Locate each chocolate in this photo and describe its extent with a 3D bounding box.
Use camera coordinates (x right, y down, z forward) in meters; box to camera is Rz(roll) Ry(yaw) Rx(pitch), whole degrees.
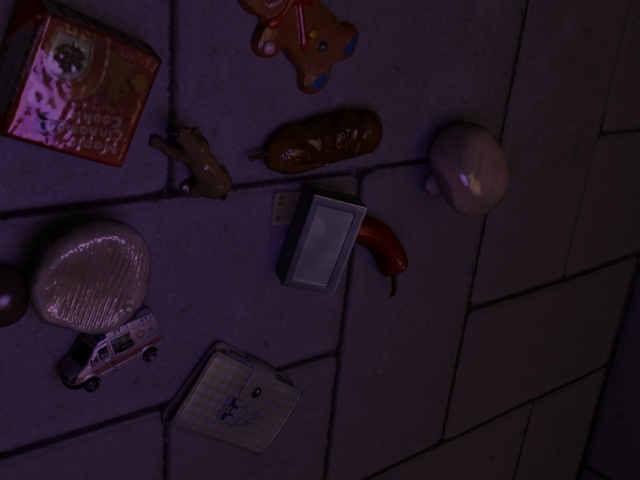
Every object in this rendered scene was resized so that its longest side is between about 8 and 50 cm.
[{"bbox_3d":[-0.403,-0.249,1.210,0.238,0.108,0.234,16,102,-45],"label":"chocolate"}]

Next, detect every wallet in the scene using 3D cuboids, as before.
[{"bbox_3d":[-0.197,0.381,1.729,0.223,0.077,0.310,-54,133,-1],"label":"wallet"}]

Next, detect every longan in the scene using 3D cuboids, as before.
[{"bbox_3d":[-0.551,0.096,1.267,0.113,0.092,0.113,-5,98,-45],"label":"longan"}]

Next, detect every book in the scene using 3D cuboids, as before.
[{"bbox_3d":[-0.062,-0.075,1.649,0.111,0.014,0.077,-5,116,-38],"label":"book"}]

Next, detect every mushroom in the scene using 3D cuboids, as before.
[{"bbox_3d":[0.360,-0.171,1.847,0.246,0.202,0.246,31,46,-38],"label":"mushroom"}]

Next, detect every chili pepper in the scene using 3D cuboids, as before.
[{"bbox_3d":[0.116,0.010,1.809,0.137,0.092,0.368,-44,128,11],"label":"chili pepper"}]

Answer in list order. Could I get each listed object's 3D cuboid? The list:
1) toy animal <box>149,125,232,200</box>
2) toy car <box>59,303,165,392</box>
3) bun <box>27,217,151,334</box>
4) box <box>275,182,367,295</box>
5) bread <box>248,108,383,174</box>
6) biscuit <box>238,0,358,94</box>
[{"bbox_3d":[-0.235,-0.153,1.403,0.103,0.101,0.218,-42,132,-14],"label":"toy animal"},{"bbox_3d":[-0.416,0.207,1.439,0.210,0.089,0.108,-27,126,-30],"label":"toy car"},{"bbox_3d":[-0.421,0.056,1.326,0.231,0.133,0.230,-15,122,-26],"label":"bun"},{"bbox_3d":[0.000,0.000,1.644,0.130,0.086,0.225,13,110,-20],"label":"box"},{"bbox_3d":[-0.003,-0.207,1.586,0.344,0.084,0.124,-19,122,-32],"label":"bread"},{"bbox_3d":[-0.050,-0.437,1.459,0.205,0.049,0.324,-52,132,-7],"label":"biscuit"}]
